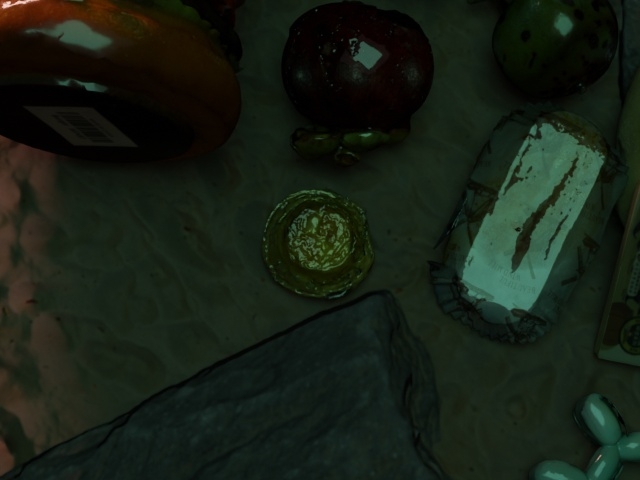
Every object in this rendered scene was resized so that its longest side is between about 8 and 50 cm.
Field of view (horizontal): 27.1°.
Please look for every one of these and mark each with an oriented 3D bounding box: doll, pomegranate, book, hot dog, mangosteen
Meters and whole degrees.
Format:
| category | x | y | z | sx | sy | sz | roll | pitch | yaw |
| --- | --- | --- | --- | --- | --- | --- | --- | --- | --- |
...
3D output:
| category | x | y | z | sx | sy | sz | roll | pitch | yaw |
| --- | --- | --- | --- | --- | --- | --- | --- | --- | --- |
| doll | 0.303 | 0.261 | 1.400 | 0.158 | 0.059 | 0.159 | 31 | 75 | 4 |
| pomegranate | 0.252 | -0.234 | 1.487 | 0.148 | 0.148 | 0.169 | -23 | 44 | -9 |
| book | 0.448 | 0.056 | 1.436 | 0.264 | 0.027 | 0.202 | 12 | 100 | -1 |
| hot dog | 0.228 | -0.021 | 1.455 | 0.163 | 0.082 | 0.270 | 25 | 84 | 11 |
| mangosteen | 0.039 | -0.169 | 1.446 | 0.166 | 0.166 | 0.180 | 7 | 102 | -2 |

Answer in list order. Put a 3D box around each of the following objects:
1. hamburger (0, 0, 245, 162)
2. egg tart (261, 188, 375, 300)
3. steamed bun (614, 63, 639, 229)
| category | x | y | z | sx | sy | sz | roll | pitch | yaw |
| --- | --- | --- | --- | --- | --- | --- | --- | --- | --- |
| hamburger | -0.230 | -0.233 | 1.353 | 0.330 | 0.330 | 0.250 | 8 | 75 | -2 |
| egg tart | 0.000 | 0.000 | 1.448 | 0.130 | 0.052 | 0.130 | 0 | 74 | -1 |
| steamed bun | 0.418 | -0.127 | 1.478 | 0.231 | 0.110 | 0.212 | -19 | 78 | -11 |
